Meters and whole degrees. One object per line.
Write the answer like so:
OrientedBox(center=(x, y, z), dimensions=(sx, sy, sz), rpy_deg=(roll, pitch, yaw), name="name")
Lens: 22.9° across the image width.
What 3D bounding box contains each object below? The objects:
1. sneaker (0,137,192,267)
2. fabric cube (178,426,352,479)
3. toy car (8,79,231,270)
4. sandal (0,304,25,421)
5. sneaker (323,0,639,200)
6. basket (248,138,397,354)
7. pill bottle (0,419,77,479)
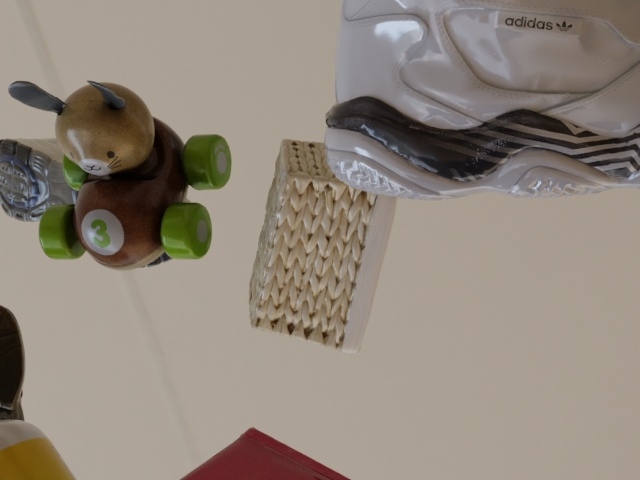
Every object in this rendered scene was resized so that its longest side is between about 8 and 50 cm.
OrientedBox(center=(-0.217, -0.059, 1.650), dimensions=(0.129, 0.297, 0.111), rpy_deg=(-19, -59, -41), name="sneaker")
OrientedBox(center=(-0.025, 0.290, 0.761), dimensions=(0.258, 0.254, 0.259), rpy_deg=(-31, -55, -34), name="fabric cube")
OrientedBox(center=(-0.190, -0.077, 1.391), dimensions=(0.188, 0.155, 0.149), rpy_deg=(59, -143, -51), name="toy car")
OrientedBox(center=(-0.340, 0.167, 1.659), dimensions=(0.090, 0.060, 0.219), rpy_deg=(-7, -71, 2), name="sandal")
OrientedBox(center=(0.171, -0.141, 0.905), dimensions=(0.365, 0.137, 0.210), rpy_deg=(-3, -69, 13), name="sneaker")
OrientedBox(center=(0.000, 0.000, 1.409), dimensions=(0.103, 0.113, 0.167), rpy_deg=(11, -69, -8), name="basket")
OrientedBox(center=(-0.290, 0.288, 1.444), dimensions=(0.188, 0.334, 0.188), rpy_deg=(-35, -14, -10), name="pill bottle")
